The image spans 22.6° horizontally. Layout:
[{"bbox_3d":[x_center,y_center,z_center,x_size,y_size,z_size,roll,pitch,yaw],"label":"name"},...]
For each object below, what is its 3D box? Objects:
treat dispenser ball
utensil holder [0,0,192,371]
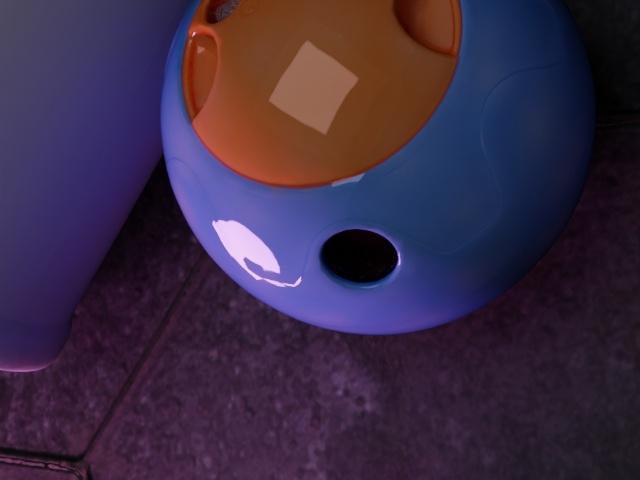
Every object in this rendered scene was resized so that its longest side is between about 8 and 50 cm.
[{"bbox_3d":[0.037,-0.082,1.064,0.288,0.288,0.288,-9,75,34],"label":"treat dispenser ball"},{"bbox_3d":[-0.265,-0.144,1.278,0.327,0.327,0.386,34,98,36],"label":"utensil holder"}]
